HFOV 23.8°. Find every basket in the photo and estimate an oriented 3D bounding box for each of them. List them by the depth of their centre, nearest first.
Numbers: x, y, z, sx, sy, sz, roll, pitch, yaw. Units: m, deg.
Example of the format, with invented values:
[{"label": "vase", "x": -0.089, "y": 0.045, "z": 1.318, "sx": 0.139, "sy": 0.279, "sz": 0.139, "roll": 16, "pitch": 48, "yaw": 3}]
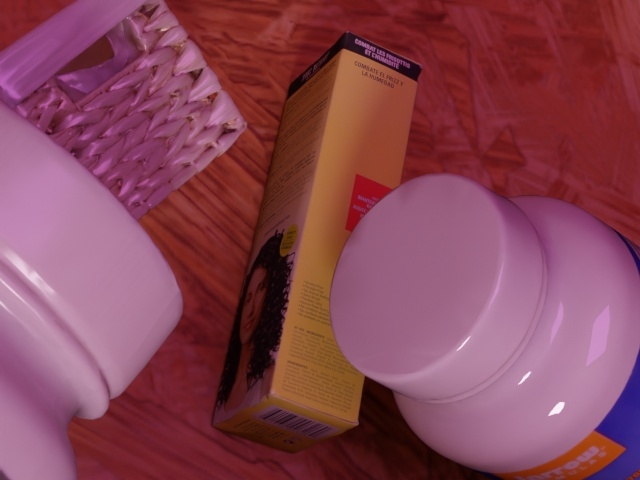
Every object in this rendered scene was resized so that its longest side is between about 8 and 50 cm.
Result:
[{"label": "basket", "x": -0.131, "y": -0.050, "z": 0.787, "sx": 0.113, "sy": 0.167, "sz": 0.103, "roll": -42, "pitch": 98, "yaw": -33}]

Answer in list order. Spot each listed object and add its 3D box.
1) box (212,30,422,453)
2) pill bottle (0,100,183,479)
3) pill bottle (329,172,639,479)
[{"label": "box", "x": 0.000, "y": 0.000, "z": 0.883, "sx": 0.058, "sy": 0.087, "sz": 0.232, "roll": 22, "pitch": 62, "yaw": -19}, {"label": "pill bottle", "x": -0.232, "y": 0.110, "z": 0.617, "sx": 0.204, "sy": 0.204, "sz": 0.361, "roll": 42, "pitch": 69, "yaw": -8}, {"label": "pill bottle", "x": 0.133, "y": 0.067, "z": 0.838, "sx": 0.272, "sy": 0.152, "sz": 0.152, "roll": 29, "pitch": 58, "yaw": -42}]
